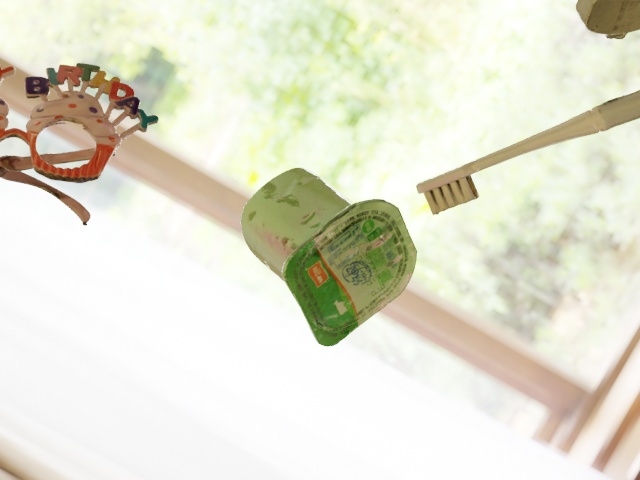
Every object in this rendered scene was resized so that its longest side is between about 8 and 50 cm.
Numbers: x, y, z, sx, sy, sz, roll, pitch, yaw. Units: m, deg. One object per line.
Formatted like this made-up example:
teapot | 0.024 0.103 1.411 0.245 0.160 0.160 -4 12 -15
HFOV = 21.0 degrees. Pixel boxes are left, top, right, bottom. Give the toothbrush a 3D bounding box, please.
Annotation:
toothbrush | 0.223 -0.091 1.230 0.342 0.030 0.025 -23 2 21

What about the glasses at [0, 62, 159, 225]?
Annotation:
glasses | -0.292 -0.110 1.717 0.095 0.255 0.162 109 166 -57

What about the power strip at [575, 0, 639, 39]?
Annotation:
power strip | 0.280 -0.265 1.469 0.227 0.080 0.029 105 149 -46

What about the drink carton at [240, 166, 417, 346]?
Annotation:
drink carton | 0.000 0.000 1.826 0.144 0.146 0.142 -37 41 -12
